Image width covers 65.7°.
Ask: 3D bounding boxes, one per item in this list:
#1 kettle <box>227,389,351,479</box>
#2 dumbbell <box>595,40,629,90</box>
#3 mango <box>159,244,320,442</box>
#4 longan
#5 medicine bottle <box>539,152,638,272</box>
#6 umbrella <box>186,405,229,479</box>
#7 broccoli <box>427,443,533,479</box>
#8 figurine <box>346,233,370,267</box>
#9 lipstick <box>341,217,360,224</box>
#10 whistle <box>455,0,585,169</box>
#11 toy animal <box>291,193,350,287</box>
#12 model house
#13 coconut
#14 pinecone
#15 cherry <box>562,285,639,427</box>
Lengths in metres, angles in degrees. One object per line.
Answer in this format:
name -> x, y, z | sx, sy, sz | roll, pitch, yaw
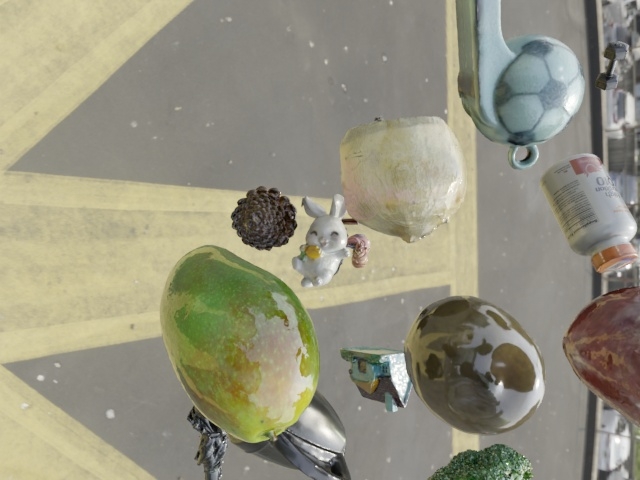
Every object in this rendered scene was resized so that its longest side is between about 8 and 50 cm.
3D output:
kettle -> -0.038, 0.431, 1.138 | 0.271, 0.251, 0.207 | 40, 56, -21
dumbbell -> 0.524, -0.314, 0.891 | 0.083, 0.040, 0.036 | 76, 9, -47
mango -> -0.141, 0.136, 0.797 | 0.201, 0.382, 0.225 | 11, 118, -43
longan -> 0.392, 0.317, 1.273 | 0.361, 0.361, 0.360 | -1, 91, -51
medicine bottle -> 0.687, -0.066, 1.259 | 0.157, 0.157, 0.288 | 24, 45, -49
umbrella -> -0.373, 0.649, 1.634 | 0.128, 0.154, 0.336 | -78, -178, -78
broccoli -> 0.296, 0.478, 0.805 | 0.269, 0.269, 0.254 | -8, 119, -51
figurine -> 0.168, 0.040, 2.142 | 0.126, 0.114, 0.157 | 34, 28, -43
lipstick -> 0.079, -0.071, 1.861 | 0.027, 0.177, 0.027 | -2, 92, -46
whistle -> 0.271, -0.235, 0.669 | 0.163, 0.164, 0.289 | -33, 121, -46
toy animal -> 0.005, 0.004, 1.757 | 0.154, 0.209, 0.325 | 10, 79, -64
model house -> 0.232, 0.595, 2.131 | 0.230, 0.281, 0.248 | 7, 82, -39
coconut -> 0.257, -0.176, 1.513 | 0.405, 0.405, 0.404 | -1, 91, -51
pinecone -> -0.192, -0.091, 1.861 | 0.292, 0.246, 0.246 | -52, 134, -73
cherry -> 0.525, 0.182, 0.762 | 0.261, 0.308, 0.221 | -73, -178, -71
